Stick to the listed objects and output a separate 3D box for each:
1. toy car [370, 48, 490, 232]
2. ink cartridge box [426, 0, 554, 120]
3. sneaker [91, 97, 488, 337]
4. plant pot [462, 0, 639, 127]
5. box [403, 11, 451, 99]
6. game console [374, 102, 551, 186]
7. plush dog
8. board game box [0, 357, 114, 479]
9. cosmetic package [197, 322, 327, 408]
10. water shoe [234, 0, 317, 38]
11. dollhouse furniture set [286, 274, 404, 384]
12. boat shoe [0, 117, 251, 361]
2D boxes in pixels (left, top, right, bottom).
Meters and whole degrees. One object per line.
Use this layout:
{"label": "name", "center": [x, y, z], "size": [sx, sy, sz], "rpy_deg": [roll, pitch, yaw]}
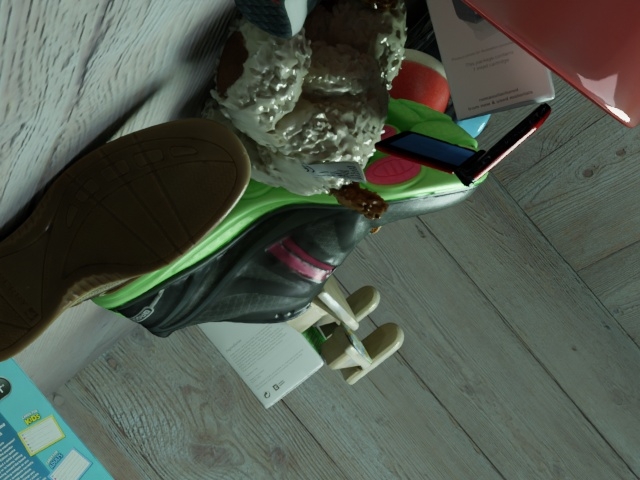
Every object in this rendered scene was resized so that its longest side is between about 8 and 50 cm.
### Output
{"label": "toy car", "center": [0.078, -0.114, 1.140], "size": [0.210, 0.219, 0.237], "rpy_deg": [140, -32, -63]}
{"label": "ink cartridge box", "center": [0.151, -0.231, 0.804], "size": [0.092, 0.217, 0.158], "rpy_deg": [-12, -172, 17]}
{"label": "sneaker", "center": [-0.039, -0.022, 1.017], "size": [0.483, 0.185, 0.202], "rpy_deg": [-19, 139, 8]}
{"label": "plant pot", "center": [0.177, -0.251, 0.561], "size": [0.243, 0.275, 0.275], "rpy_deg": [-52, 176, 18]}
{"label": "box", "center": [0.168, -0.286, 1.390], "size": [0.395, 0.097, 0.318], "rpy_deg": [-41, -165, 50]}
{"label": "game console", "center": [0.134, -0.103, 0.783], "size": [0.124, 0.085, 0.144], "rpy_deg": [-42, 177, 22]}
{"label": "plush dog", "center": [0.014, -0.161, 0.850], "size": [0.225, 0.211, 0.262], "rpy_deg": [-64, -174, -16]}
{"label": "board game box", "center": [-0.482, 0.377, 1.308], "size": [0.254, 0.336, 0.079], "rpy_deg": [-39, 179, -43]}
{"label": "cosmetic package", "center": [-0.157, 0.129, 1.693], "size": [0.155, 0.365, 0.197], "rpy_deg": [-38, -178, 7]}
{"label": "water shoe", "center": [-0.020, -0.207, 0.581], "size": [0.080, 0.073, 0.203], "rpy_deg": [-62, -173, -8]}
{"label": "dollhouse furniture set", "center": [0.000, 0.000, 1.657], "size": [0.256, 0.362, 0.394], "rpy_deg": [-39, -143, 7]}
{"label": "boat shoe", "center": [-0.209, -0.008, 0.827], "size": [0.342, 0.123, 0.123], "rpy_deg": [-36, -172, 13]}
